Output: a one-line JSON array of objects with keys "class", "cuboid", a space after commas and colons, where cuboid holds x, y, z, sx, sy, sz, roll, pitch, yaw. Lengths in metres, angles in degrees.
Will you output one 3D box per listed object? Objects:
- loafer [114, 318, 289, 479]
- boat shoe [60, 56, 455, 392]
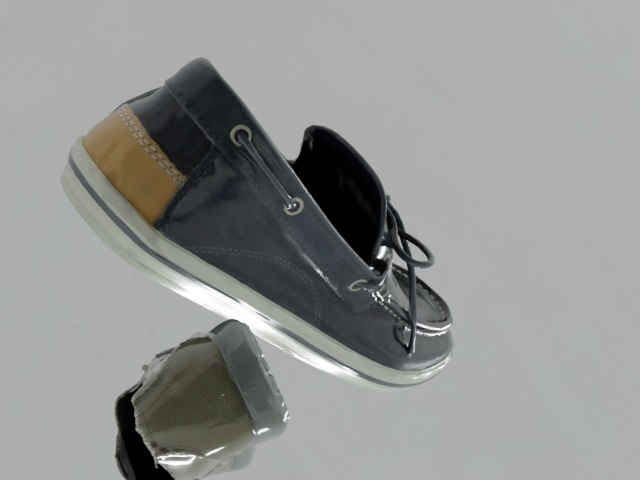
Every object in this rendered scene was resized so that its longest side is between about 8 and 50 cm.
[{"class": "loafer", "cuboid": [-0.089, 0.106, 0.751, 0.087, 0.251, 0.094, -22, -101, -18]}, {"class": "boat shoe", "cuboid": [0.000, 0.000, 1.043, 0.156, 0.500, 0.187, -48, -128, 8]}]
